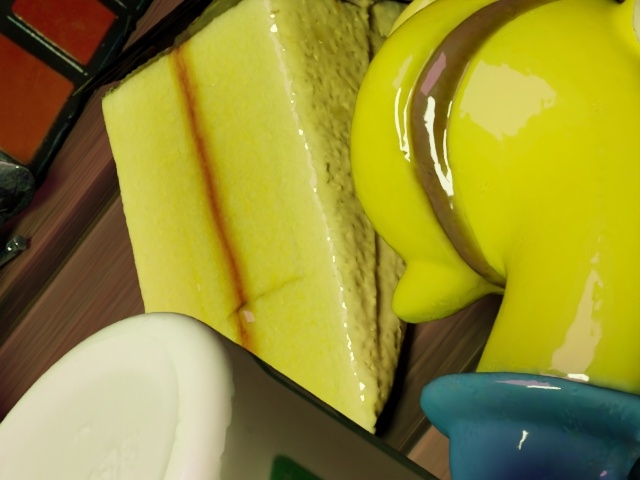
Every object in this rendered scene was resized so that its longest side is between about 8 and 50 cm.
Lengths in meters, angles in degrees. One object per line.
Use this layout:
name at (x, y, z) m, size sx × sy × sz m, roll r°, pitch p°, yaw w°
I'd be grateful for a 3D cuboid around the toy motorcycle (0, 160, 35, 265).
toy motorcycle at (-0.343, 0.000, 1.411) m, size 0.307 × 0.108 × 0.173 m, roll -2°, pitch 52°, yaw 54°

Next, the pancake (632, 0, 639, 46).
pancake at (0.196, -0.085, 0.689) m, size 0.152 × 0.025 × 0.151 m, roll -3°, pitch 54°, yaw 4°

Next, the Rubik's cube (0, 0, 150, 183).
Rubik's cube at (-0.337, -0.236, 1.480) m, size 0.288 × 0.293 × 0.283 m, roll 10°, pitch 64°, yaw 57°

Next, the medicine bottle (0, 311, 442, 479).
medicine bottle at (0.023, 0.142, 0.516) m, size 0.133 × 0.274 × 0.133 m, roll -37°, pitch 33°, yaw 30°

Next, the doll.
doll at (0.096, -0.023, 0.739) m, size 0.199 × 0.145 × 0.363 m, roll -51°, pitch 30°, yaw 29°

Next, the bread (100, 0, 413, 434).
bread at (0.000, 0.004, 0.961) m, size 0.168 × 0.163 × 0.264 m, roll -26°, pitch 71°, yaw 41°

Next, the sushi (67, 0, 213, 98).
sushi at (-0.012, -0.170, 1.092) m, size 0.292 × 0.059 × 0.294 m, roll -39°, pitch 5°, yaw 6°
